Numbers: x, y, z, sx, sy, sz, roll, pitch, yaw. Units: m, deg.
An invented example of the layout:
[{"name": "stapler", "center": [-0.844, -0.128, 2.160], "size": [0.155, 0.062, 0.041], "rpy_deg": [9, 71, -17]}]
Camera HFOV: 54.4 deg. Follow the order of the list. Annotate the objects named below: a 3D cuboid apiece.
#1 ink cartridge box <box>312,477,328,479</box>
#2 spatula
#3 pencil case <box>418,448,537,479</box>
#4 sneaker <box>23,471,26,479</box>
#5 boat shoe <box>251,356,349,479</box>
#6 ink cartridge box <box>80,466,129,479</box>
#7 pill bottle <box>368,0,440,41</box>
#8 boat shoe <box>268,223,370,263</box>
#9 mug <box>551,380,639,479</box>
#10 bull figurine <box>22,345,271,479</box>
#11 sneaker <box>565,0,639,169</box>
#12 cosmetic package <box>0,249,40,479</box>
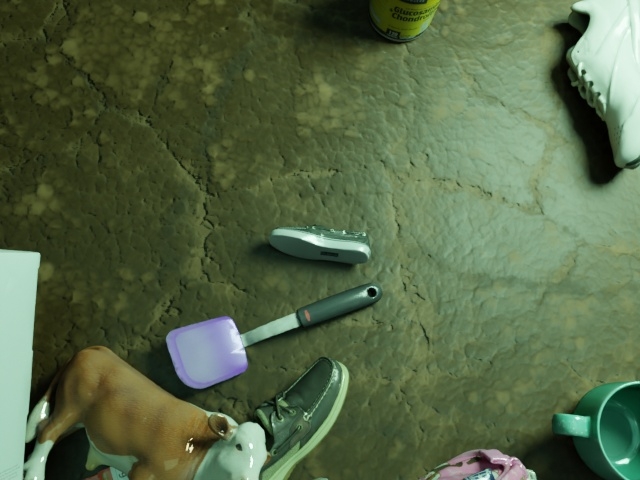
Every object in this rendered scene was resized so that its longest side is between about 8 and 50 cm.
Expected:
[{"name": "ink cartridge box", "center": [-0.090, 0.427, 0.668], "size": [0.309, 0.272, 0.130], "rpy_deg": [-14, 108, -9]}, {"name": "spatula", "center": [-0.051, 0.114, 0.831], "size": [0.296, 0.030, 0.084], "rpy_deg": [-18, 79, -11]}, {"name": "pencil case", "center": [0.240, 0.444, 0.712], "size": [0.160, 0.167, 0.386], "rpy_deg": [-16, 75, -46]}, {"name": "sneaker", "center": [-0.380, 0.260, 0.747], "size": [0.070, 0.051, 0.135], "rpy_deg": [13, 77, -4]}, {"name": "boat shoe", "center": [-0.051, 0.232, 0.765], "size": [0.224, 0.080, 0.073], "rpy_deg": [-52, 121, -12]}, {"name": "ink cartridge box", "center": [-0.241, 0.304, 0.760], "size": [0.115, 0.029, 0.063], "rpy_deg": [-19, 78, -11]}, {"name": "pill bottle", "center": [0.133, -0.381, 0.902], "size": [0.103, 0.184, 0.103], "rpy_deg": [1, 75, -5]}, {"name": "boat shoe", "center": [0.000, 0.000, 0.862], "size": [0.142, 0.049, 0.040], "rpy_deg": [11, 55, -5]}, {"name": "mug", "center": [0.386, 0.242, 0.809], "size": [0.157, 0.097, 0.129], "rpy_deg": [40, 75, 6]}, {"name": "bull figurine", "center": [-0.206, 0.239, 0.709], "size": [0.310, 0.101, 0.188], "rpy_deg": [24, 64, 28]}, {"name": "sneaker", "center": [0.446, -0.246, 0.957], "size": [0.129, 0.111, 0.298], "rpy_deg": [0, 71, 10]}, {"name": "cosmetic package", "center": [-0.500, 0.139, 0.662], "size": [0.376, 0.097, 0.285], "rpy_deg": [3, 87, 11]}]
